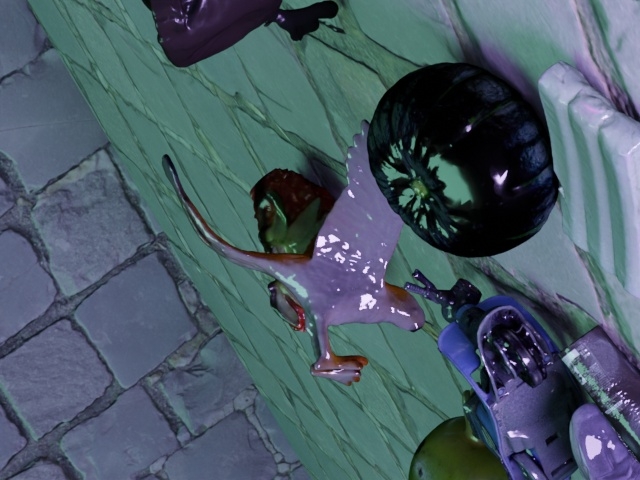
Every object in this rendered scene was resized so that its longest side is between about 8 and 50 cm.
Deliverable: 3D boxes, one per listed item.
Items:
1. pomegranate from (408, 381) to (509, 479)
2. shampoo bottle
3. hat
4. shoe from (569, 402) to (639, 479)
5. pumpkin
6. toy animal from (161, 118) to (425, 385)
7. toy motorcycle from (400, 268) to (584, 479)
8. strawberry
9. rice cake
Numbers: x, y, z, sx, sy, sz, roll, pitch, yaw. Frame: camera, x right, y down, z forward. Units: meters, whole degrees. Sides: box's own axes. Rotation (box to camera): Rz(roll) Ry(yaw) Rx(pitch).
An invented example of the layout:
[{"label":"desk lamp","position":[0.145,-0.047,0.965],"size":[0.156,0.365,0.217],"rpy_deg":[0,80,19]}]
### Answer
[{"label":"pomegranate","position":[0.215,0.299,2.339],"size":[0.187,0.187,0.225],"rpy_deg":[42,136,44]},{"label":"shampoo bottle","position":[0.332,0.186,1.806],"size":[0.207,0.063,0.057],"rpy_deg":[52,169,9]},{"label":"hat","position":[-0.097,-0.330,1.860],"size":[0.336,0.209,0.238],"rpy_deg":[-112,14,-63]},{"label":"shoe","position":[0.334,0.259,1.928],"size":[0.245,0.095,0.138],"rpy_deg":[53,167,-29]},{"label":"pumpkin","position":[0.138,-0.077,1.643],"size":[0.202,0.140,0.202],"rpy_deg":[39,148,31]},{"label":"toy animal","position":[-0.026,0.025,2.050],"size":[0.225,0.284,0.302],"rpy_deg":[121,140,-74]},{"label":"toy motorcycle","position":[0.219,0.169,2.040],"size":[0.212,0.125,0.358],"rpy_deg":[46,167,41]},{"label":"strawberry","position":[0.000,0.000,2.458],"size":[0.306,0.138,0.233],"rpy_deg":[-27,-80,-78]},{"label":"rice cake","position":[0.248,-0.052,1.515],"size":[0.127,0.043,0.237],"rpy_deg":[45,164,32]}]
